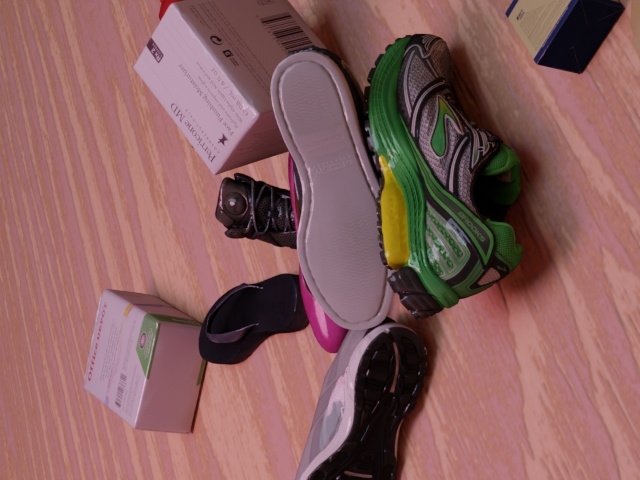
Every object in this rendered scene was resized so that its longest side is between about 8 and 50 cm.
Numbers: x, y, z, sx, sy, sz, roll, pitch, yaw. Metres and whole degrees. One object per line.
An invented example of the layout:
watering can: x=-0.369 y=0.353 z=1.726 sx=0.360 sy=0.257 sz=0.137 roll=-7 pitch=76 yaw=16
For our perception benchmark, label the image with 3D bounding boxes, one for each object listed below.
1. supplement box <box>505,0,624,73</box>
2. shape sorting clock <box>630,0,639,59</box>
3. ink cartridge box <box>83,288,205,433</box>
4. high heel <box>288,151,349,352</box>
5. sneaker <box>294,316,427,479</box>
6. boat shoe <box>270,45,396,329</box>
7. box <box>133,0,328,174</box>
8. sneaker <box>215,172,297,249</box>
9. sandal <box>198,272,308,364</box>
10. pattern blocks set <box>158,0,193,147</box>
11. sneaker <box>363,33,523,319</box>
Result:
supplement box: x=0.234 y=-0.221 z=1.491 sx=0.083 sy=0.056 sz=0.083 roll=-59 pitch=37 yaw=33
shape sorting clock: x=0.343 y=-0.225 z=1.321 sx=0.206 sy=0.040 sz=0.206 roll=-32 pitch=52 yaw=54
ink cartridge box: x=-0.248 y=0.167 z=2.182 sx=0.212 sy=0.093 sz=0.154 roll=20 pitch=100 yaw=58
high heel: x=0.000 y=0.000 z=1.714 sx=0.082 sy=0.117 sz=0.244 roll=0 pitch=81 yaw=22
sneaker: x=0.036 y=0.206 z=1.699 sx=0.271 sy=0.100 sz=0.108 roll=-68 pitch=23 yaw=10
boat shoe: x=0.025 y=-0.058 z=1.642 sx=0.091 sy=0.114 sz=0.302 roll=-44 pitch=-53 yaw=-71
box: x=-0.091 y=-0.198 z=1.861 sx=0.181 sy=0.182 sz=0.119 roll=52 pitch=133 yaw=15
sneaker: x=-0.041 y=-0.026 z=1.841 sx=0.227 sy=0.130 sz=0.087 roll=14 pitch=94 yaw=52
sandal: x=-0.097 y=0.093 z=1.979 sx=0.254 sy=0.054 sz=0.097 roll=-31 pitch=56 yaw=53
pattern blocks set: x=-0.160 y=-0.293 z=2.214 sx=0.285 sy=0.026 sz=0.325 roll=-37 pitch=52 yaw=51
sneaker: x=0.137 y=-0.079 z=1.590 sx=0.146 sy=0.134 sz=0.343 roll=-19 pitch=52 yaw=17
